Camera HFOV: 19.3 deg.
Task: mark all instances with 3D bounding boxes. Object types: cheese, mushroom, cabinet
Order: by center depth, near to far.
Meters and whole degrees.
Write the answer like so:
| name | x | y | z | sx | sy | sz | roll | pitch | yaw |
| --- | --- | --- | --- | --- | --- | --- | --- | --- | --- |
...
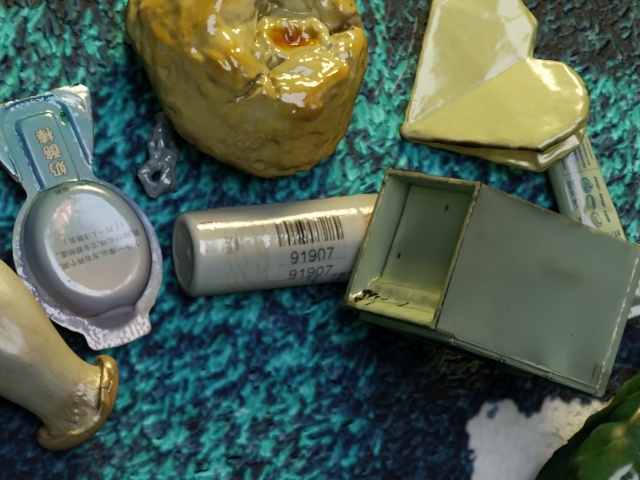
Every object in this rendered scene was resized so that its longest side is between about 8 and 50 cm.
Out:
| name | x | y | z | sx | sy | sz | roll | pitch | yaw |
| --- | --- | --- | --- | --- | --- | --- | --- | --- | --- |
| mushroom | -0.266 | 0.087 | 1.610 | 0.212 | 0.088 | 0.097 | 39 | 51 | -7 |
| cheese | -0.220 | -0.019 | 1.683 | 0.135 | 0.052 | 0.245 | -18 | 78 | -27 |
| cabinet | 0.156 | 0.039 | 1.700 | 0.206 | 0.145 | 0.150 | 20 | 86 | -33 |

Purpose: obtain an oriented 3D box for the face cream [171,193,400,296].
| name | x | y | z | sx | sy | sz | roll | pitch | yaw |
| --- | --- | --- | --- | --- | --- | --- | --- | --- | --- |
| face cream | 0.000 | 0.000 | 1.741 | 0.269 | 0.082 | 0.082 | -6 | 75 | -21 |

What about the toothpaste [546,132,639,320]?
| name | x | y | z | sx | sy | sz | roll | pitch | yaw |
| --- | --- | --- | --- | --- | --- | --- | --- | --- | --- |
| toothpaste | 0.260 | -0.045 | 1.872 | 0.069 | 0.047 | 0.268 | -11 | 77 | -28 |

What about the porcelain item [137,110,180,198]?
| name | x | y | z | sx | sy | sz | roll | pitch | yaw |
| --- | --- | --- | --- | --- | --- | --- | --- | --- | --- |
| porcelain item | -0.146 | -0.078 | 1.744 | 0.036 | 0.028 | 0.083 | 10 | 70 | 1 |

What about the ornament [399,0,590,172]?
| name | x | y | z | sx | sy | sz | roll | pitch | yaw |
| --- | --- | --- | --- | --- | --- | --- | --- | --- | --- |
| ornament | 0.154 | -0.150 | 1.851 | 0.180 | 0.059 | 0.201 | -31 | 70 | -3 |

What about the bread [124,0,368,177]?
| name | x | y | z | sx | sy | sz | roll | pitch | yaw |
| --- | --- | --- | --- | --- | --- | --- | --- | --- | --- |
| bread | -0.062 | -0.184 | 1.742 | 0.244 | 0.134 | 0.245 | 12 | 63 | -24 |

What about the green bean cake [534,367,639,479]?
| name | x | y | z | sx | sy | sz | roll | pitch | yaw |
| --- | --- | --- | --- | --- | --- | --- | --- | --- | --- |
| green bean cake | 0.393 | 0.239 | 1.761 | 0.308 | 0.169 | 0.300 | -41 | 88 | -26 |
